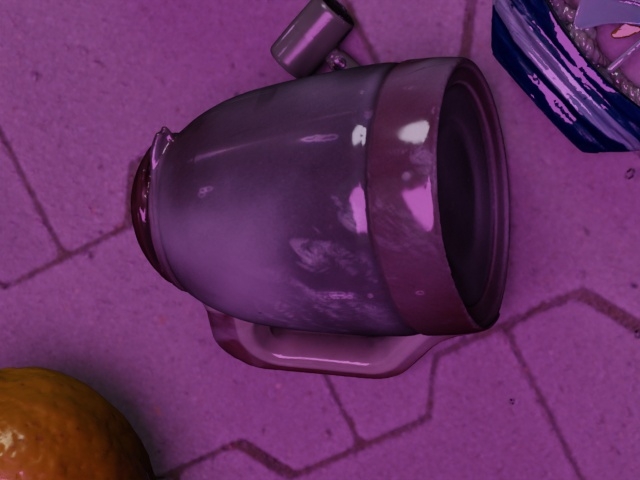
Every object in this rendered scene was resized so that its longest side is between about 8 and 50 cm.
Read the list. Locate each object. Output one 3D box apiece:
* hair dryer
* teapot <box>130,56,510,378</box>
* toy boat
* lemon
[{"bbox_3d":[0.031,-0.147,1.536,0.150,0.047,0.071,42,109,-2],"label":"hair dryer"},{"bbox_3d":[0.000,0.000,1.497,0.312,0.233,0.315,-3,129,22],"label":"teapot"},{"bbox_3d":[0.285,-0.219,1.444,0.291,0.067,0.220,-43,87,15],"label":"toy boat"},{"bbox_3d":[-0.271,0.259,1.588,0.253,0.253,0.310,-21,102,18],"label":"lemon"}]
